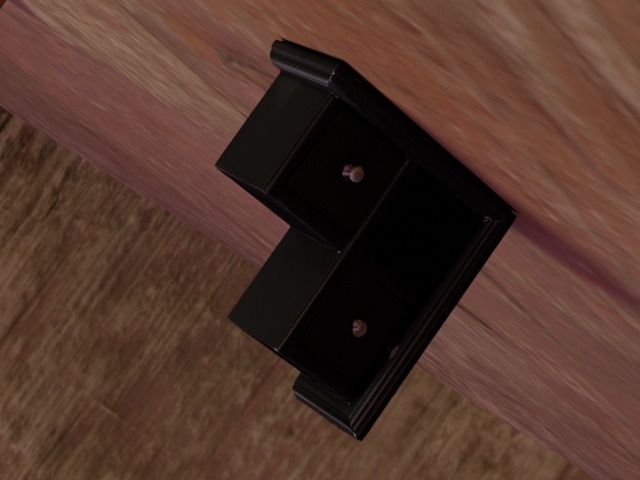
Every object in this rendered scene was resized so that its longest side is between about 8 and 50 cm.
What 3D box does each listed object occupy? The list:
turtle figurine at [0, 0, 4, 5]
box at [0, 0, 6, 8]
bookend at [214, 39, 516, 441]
[{"bbox_3d":[-0.259,-0.224,1.014,0.217,0.087,0.269,44,-168,11],"label":"turtle figurine"},{"bbox_3d":[-0.385,-0.242,1.662,0.156,0.093,0.158,32,173,27],"label":"box"},{"bbox_3d":[0.000,0.000,1.055,0.157,0.156,0.072,39,174,-33],"label":"bookend"}]
